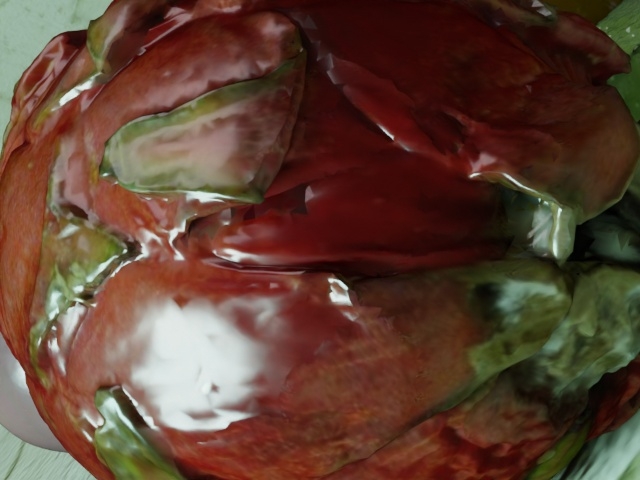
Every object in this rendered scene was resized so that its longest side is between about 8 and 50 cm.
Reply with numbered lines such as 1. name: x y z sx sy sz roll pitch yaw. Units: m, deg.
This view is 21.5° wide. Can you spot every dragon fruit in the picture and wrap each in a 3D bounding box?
1. dragon fruit: 0.000 0.000 0.723 0.277 0.277 0.342 -53 37 -3

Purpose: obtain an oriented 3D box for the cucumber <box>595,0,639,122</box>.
1. cucumber: 0.153 -0.073 0.843 0.116 0.062 0.115 -40 15 -7

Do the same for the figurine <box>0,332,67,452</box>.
1. figurine: -0.190 0.082 1.315 0.173 0.173 0.173 -47 16 18

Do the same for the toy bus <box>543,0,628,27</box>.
1. toy bus: 0.120 -0.141 0.986 0.136 0.126 0.209 -61 15 2
